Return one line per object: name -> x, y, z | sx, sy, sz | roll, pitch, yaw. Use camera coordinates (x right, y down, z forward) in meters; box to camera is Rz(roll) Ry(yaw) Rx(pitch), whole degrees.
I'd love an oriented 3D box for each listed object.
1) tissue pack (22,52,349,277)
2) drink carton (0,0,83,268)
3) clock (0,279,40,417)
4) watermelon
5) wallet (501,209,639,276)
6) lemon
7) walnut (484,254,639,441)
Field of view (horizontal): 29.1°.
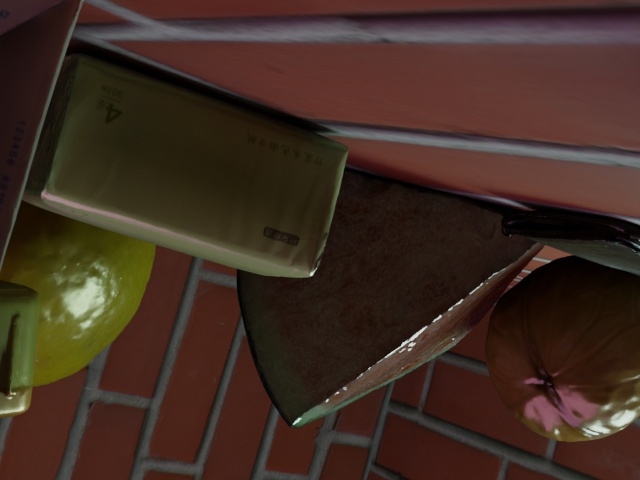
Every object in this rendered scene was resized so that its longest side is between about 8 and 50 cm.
tissue pack -> -0.117, -0.056, 0.992 | 0.234, 0.125, 0.159 | 17, 178, -25
drink carton -> -0.277, -0.079, 0.734 | 0.132, 0.194, 0.324 | 19, 177, -35
clock -> -0.289, 0.066, 0.774 | 0.143, 0.096, 0.202 | 7, -177, 33
watermelon -> 0.077, 0.070, 1.232 | 0.283, 0.250, 0.292 | 12, -176, -39
wallet -> 0.292, 0.019, 1.106 | 0.255, 0.031, 0.137 | 18, 177, -41
lemon -> -0.332, -0.006, 1.300 | 0.348, 0.348, 0.348 | 16, 178, 1
walnut -> 0.275, 0.107, 1.274 | 0.195, 0.195, 0.221 | 15, -166, 32
